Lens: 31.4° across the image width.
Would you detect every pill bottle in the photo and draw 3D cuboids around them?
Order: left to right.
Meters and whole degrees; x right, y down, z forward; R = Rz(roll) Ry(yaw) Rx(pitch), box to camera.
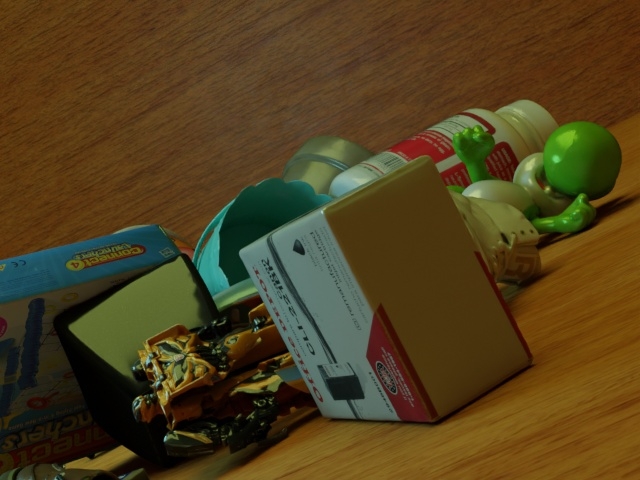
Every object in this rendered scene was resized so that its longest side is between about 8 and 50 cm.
[{"bbox_3d":[0.237,-0.096,2.041,0.408,0.229,0.229,-27,2,-21],"label":"pill bottle"}]

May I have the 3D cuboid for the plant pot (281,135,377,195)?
[{"bbox_3d":[0.000,0.000,2.258,0.280,0.323,0.323,-47,12,-31],"label":"plant pot"}]

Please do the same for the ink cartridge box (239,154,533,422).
[{"bbox_3d":[0.046,0.055,1.043,0.114,0.197,0.273,-28,2,-19],"label":"ink cartridge box"}]

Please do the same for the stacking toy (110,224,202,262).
[{"bbox_3d":[-0.235,0.148,2.242,0.480,0.350,0.351,3,24,46],"label":"stacking toy"}]

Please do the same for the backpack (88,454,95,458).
[{"bbox_3d":[-0.303,0.188,1.887,0.263,0.276,0.213,-24,-11,11],"label":"backpack"}]

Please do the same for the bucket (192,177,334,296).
[{"bbox_3d":[-0.082,0.050,1.980,0.281,0.281,0.183,-28,-8,-30],"label":"bucket"}]

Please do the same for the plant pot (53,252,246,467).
[{"bbox_3d":[-0.188,0.162,1.390,0.188,0.187,0.167,-27,39,-19],"label":"plant pot"}]

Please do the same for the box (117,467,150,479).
[{"bbox_3d":[-0.301,0.318,1.229,0.225,0.036,0.136,-28,1,30],"label":"box"}]

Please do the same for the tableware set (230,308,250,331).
[{"bbox_3d":[-0.084,0.143,1.604,0.128,0.039,0.194,-26,-27,29],"label":"tableware set"}]

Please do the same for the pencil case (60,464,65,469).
[{"bbox_3d":[-0.479,0.345,1.533,0.273,0.124,0.113,-33,-38,-43],"label":"pencil case"}]

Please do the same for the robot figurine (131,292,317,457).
[{"bbox_3d":[-0.068,0.126,1.234,0.291,0.085,0.211,-19,34,-15],"label":"robot figurine"}]

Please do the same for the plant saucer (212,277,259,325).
[{"bbox_3d":[-0.089,0.119,1.669,0.318,0.043,0.317,-21,-23,-10],"label":"plant saucer"}]

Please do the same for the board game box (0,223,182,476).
[{"bbox_3d":[-0.336,0.154,1.471,0.308,0.086,0.302,-15,-49,-30],"label":"board game box"}]

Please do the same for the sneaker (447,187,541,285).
[{"bbox_3d":[0.193,0.019,1.306,0.292,0.169,0.108,-106,33,-58],"label":"sneaker"}]

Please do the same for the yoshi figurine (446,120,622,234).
[{"bbox_3d":[0.284,-0.070,1.604,0.362,0.203,0.203,-25,17,-24],"label":"yoshi figurine"}]

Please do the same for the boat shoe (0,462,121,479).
[{"bbox_3d":[-0.204,0.246,0.946,0.104,0.110,0.307,-24,11,-11],"label":"boat shoe"}]
